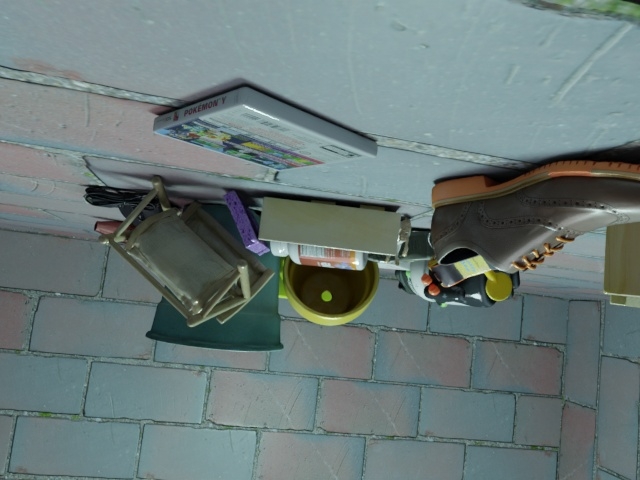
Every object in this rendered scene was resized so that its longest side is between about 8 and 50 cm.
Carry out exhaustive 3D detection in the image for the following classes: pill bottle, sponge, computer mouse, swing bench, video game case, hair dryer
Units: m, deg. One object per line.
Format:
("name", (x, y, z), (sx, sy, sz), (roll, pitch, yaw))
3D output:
("pill bottle", (0.000, 0.000, 1.239), (0.216, 0.121, 0.121), (5, 174, 14))
("sponge", (-0.155, -0.032, 1.146), (0.031, 0.117, 0.210), (-26, 174, -1))
("computer mouse", (-0.434, -0.066, 1.313), (0.189, 0.072, 0.272), (5, 174, 6))
("swing bench", (-0.257, 0.034, 1.098), (0.253, 0.165, 0.254), (41, 179, 10))
("video game case", (-0.065, -0.123, 0.639), (0.201, 0.023, 0.184), (11, 172, -44))
("hair dryer", (-0.638, -0.042, 1.869), (0.294, 0.080, 0.223), (1, 158, 0))

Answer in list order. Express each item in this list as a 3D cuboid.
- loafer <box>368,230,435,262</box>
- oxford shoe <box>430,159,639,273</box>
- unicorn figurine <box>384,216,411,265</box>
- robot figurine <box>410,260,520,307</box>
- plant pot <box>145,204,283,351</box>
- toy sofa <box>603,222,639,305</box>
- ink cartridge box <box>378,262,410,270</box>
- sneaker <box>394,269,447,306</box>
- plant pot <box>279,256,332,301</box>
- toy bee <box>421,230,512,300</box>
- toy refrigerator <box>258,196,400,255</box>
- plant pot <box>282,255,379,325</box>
("loafer", (0.201, 0.018, 1.319), (0.251, 0.094, 0.087), (5, 169, 9))
("oxford shoe", (0.292, -0.020, 0.693), (0.130, 0.132, 0.364), (11, 172, -31))
("unicorn figurine", (0.165, -0.005, 1.194), (0.060, 0.111, 0.162), (20, 155, -21))
("robot figurine", (0.375, 0.089, 1.417), (0.278, 0.173, 0.209), (2, 164, 35))
("plant pot", (-0.242, 0.093, 1.366), (0.342, 0.333, 0.341), (7, 173, 1))
("toy sofa", (0.547, 0.031, 0.833), (0.177, 0.150, 0.363), (4, 173, 30))
("ink cartridge box", (0.159, 0.036, 1.592), (0.191, 0.082, 0.140), (5, 173, 34))
("sneaker", (0.389, 0.125, 1.941), (0.202, 0.185, 0.483), (23, 177, 22))
("plant pot", (-0.090, 0.088, 1.737), (0.227, 0.207, 0.228), (10, 173, -28))
("toy bee", (0.279, 0.044, 1.020), (0.195, 0.162, 0.298), (42, 153, 9))
("toy refrigerator", (0.018, -0.032, 1.083), (0.270, 0.094, 0.102), (7, 180, 0))
("plant pot", (0.022, 0.124, 1.491), (0.254, 0.253, 0.239), (7, 157, -1))
